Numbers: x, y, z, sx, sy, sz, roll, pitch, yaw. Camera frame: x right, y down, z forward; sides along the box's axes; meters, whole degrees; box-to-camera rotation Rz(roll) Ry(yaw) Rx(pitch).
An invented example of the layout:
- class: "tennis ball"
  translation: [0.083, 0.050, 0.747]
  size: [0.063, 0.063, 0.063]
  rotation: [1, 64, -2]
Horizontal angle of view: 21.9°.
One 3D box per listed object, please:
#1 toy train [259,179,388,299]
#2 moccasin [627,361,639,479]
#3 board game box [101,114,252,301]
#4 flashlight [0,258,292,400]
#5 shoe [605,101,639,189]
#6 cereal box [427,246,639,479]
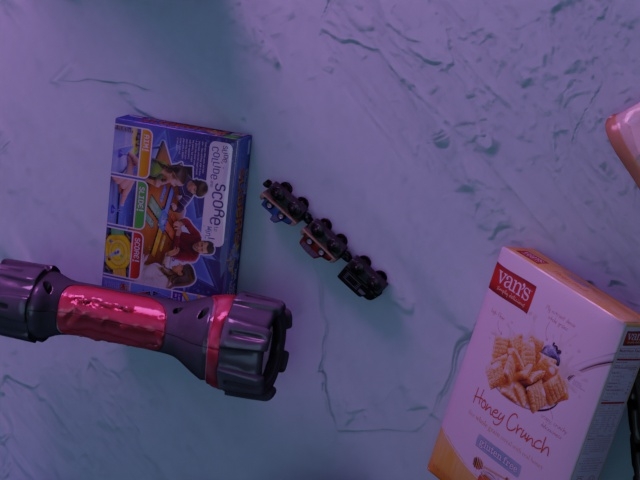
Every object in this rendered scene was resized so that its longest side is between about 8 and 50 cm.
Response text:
- class: "toy train"
  translation: [0.000, 0.000, 1.613]
  size: [0.158, 0.027, 0.036]
  rotation: [43, 121, 6]
- class: "moccasin"
  translation: [0.355, 0.275, 1.485]
  size: [0.147, 0.139, 0.380]
  rotation: [-3, 82, 9]
- class: "board game box"
  translation: [-0.146, -0.016, 1.653]
  size: [0.136, 0.035, 0.201]
  rotation: [11, 104, 17]
- class: "flashlight"
  translation: [-0.185, 0.081, 1.606]
  size: [0.304, 0.103, 0.103]
  rotation: [10, 139, 12]
- class: "shoe"
  translation: [0.331, -0.028, 1.467]
  size: [0.058, 0.076, 0.219]
  rotation: [-32, 88, 26]
- class: "cereal box"
  translation: [0.197, 0.146, 1.518]
  size: [0.173, 0.047, 0.240]
  rotation: [35, 115, 48]
